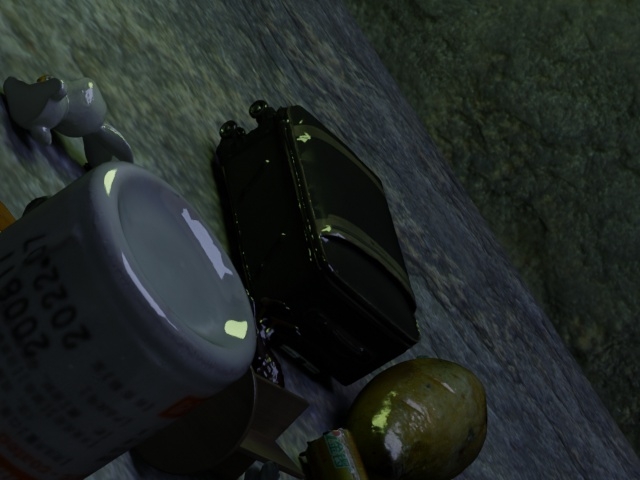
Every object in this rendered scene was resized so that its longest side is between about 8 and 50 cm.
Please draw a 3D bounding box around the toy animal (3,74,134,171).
[{"bbox_3d":[-0.322,-0.153,2.127,0.182,0.131,0.127,14,78,-55],"label":"toy animal"}]

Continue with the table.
[{"bbox_3d":[-0.104,0.213,1.948,0.227,0.167,0.167,38,26,-60],"label":"table"}]

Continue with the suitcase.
[{"bbox_3d":[0.000,0.000,2.506,0.283,0.194,0.434,41,26,-41],"label":"suitcase"}]

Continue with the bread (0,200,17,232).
[{"bbox_3d":[-0.354,0.051,1.621,0.174,0.121,0.245,54,16,-8],"label":"bread"}]

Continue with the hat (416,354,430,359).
[{"bbox_3d":[0.194,0.269,2.755,0.138,0.078,0.191,59,-2,-21],"label":"hat"}]

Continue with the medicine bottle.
[{"bbox_3d":[-0.254,0.113,1.375,0.211,0.371,0.211,48,19,-23],"label":"medicine bottle"}]

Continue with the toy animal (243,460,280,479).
[{"bbox_3d":[0.010,0.439,1.840,0.284,0.225,0.302,41,41,-34],"label":"toy animal"}]

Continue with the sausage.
[{"bbox_3d":[0.066,0.425,2.170,0.082,0.082,0.371,29,34,-56],"label":"sausage"}]

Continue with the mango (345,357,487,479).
[{"bbox_3d":[0.132,0.276,2.466,0.176,0.175,0.329,32,26,32],"label":"mango"}]

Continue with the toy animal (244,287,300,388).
[{"bbox_3d":[-0.098,0.165,2.182,0.218,0.116,0.179,79,22,-57],"label":"toy animal"}]

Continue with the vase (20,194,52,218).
[{"bbox_3d":[-0.243,0.041,1.933,0.248,0.128,0.128,39,25,-26],"label":"vase"}]
